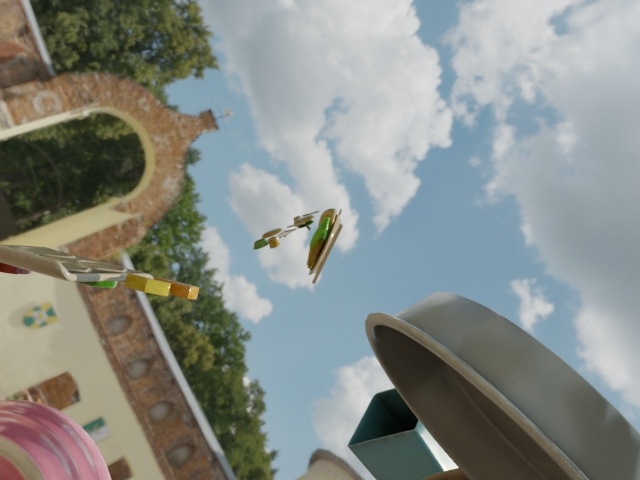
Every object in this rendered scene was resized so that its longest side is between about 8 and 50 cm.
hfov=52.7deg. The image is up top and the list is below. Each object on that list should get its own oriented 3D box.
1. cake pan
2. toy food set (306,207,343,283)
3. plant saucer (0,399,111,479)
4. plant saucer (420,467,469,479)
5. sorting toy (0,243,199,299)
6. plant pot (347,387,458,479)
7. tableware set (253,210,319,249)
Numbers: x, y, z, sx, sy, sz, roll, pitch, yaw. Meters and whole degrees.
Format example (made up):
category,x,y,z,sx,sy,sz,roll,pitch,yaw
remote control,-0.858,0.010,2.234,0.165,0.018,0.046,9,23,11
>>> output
category,x,y,z,sx,sy,sz,roll,pitch,yaw
cake pan,0.149,0.152,0.476,0.293,0.054,0.293,48,-12,14
toy food set,0.000,0.000,1.175,0.038,0.132,0.192,25,10,-3
plant saucer,-0.428,0.371,0.818,0.332,0.332,0.084,56,1,20
plant saucer,0.126,0.331,0.567,0.041,0.278,0.278,53,-18,-26
sorting toy,-0.350,0.049,0.942,0.307,0.229,0.041,13,-93,18
plant pot,0.206,0.430,1.295,0.165,0.166,0.234,-27,-79,35
tableware set,-0.070,-0.018,1.340,0.104,0.154,0.024,-12,-74,33
